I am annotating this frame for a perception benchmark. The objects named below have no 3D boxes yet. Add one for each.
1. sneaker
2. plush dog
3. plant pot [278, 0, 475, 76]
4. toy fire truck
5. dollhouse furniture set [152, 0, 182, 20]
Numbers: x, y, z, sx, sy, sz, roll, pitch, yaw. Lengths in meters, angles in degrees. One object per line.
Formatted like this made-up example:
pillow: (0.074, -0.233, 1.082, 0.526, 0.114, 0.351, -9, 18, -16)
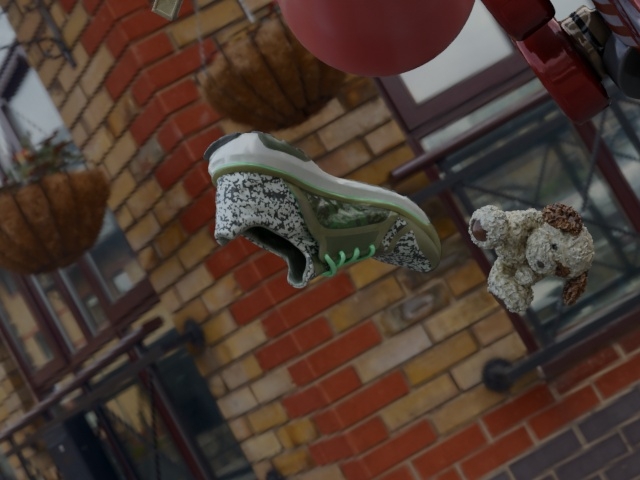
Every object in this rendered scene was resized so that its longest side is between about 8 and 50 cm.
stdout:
sneaker: (0.000, 0.000, 1.352, 0.410, 0.182, 0.158, 22, -26, -25)
plush dog: (0.469, 0.013, 1.911, 0.225, 0.262, 0.211, 11, 42, 46)
plant pot: (0.054, -0.355, 1.086, 0.275, 0.274, 0.243, -30, -7, 6)
toy fire truck: (0.236, -0.145, 0.640, 0.169, 0.253, 0.302, -35, -41, 18)
dollhouse furniture set: (-0.283, -0.514, 1.610, 0.181, 0.161, 0.101, -63, -2, 28)
